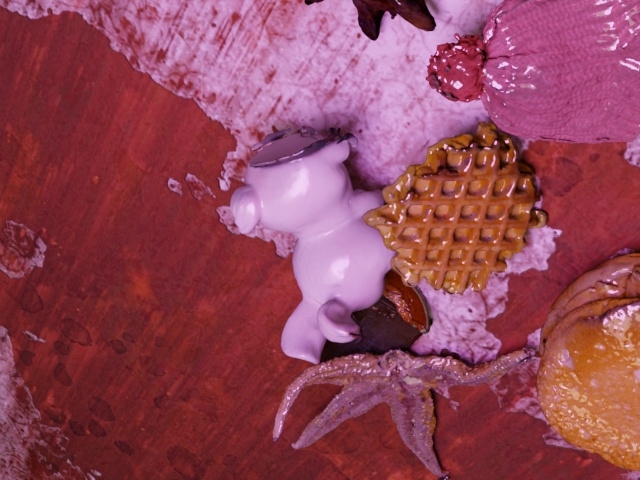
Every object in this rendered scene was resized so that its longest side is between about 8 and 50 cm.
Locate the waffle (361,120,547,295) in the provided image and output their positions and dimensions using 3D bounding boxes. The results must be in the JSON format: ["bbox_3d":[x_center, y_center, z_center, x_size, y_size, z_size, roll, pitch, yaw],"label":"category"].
[{"bbox_3d":[0.191,-0.033,1.369,0.243,0.059,0.238,-41,125,11],"label":"waffle"}]

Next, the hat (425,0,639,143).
[{"bbox_3d":[0.270,-0.217,1.220,0.286,0.107,0.237,-4,124,3],"label":"hat"}]

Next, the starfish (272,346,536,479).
[{"bbox_3d":[0.115,0.279,1.651,0.398,0.132,0.384,-1,135,-7],"label":"starfish"}]

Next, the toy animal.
[{"bbox_3d":[0.006,-0.003,1.424,0.182,0.247,0.310,-4,114,39],"label":"toy animal"}]

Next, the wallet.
[{"bbox_3d":[0.081,0.167,1.668,0.122,0.031,0.232,35,134,-3],"label":"wallet"}]

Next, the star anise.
[{"bbox_3d":[0.054,-0.360,1.241,0.272,0.102,0.272,15,127,21],"label":"star anise"}]

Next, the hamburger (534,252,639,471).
[{"bbox_3d":[0.448,0.163,1.366,0.289,0.170,0.314,29,132,3],"label":"hamburger"}]

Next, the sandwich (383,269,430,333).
[{"bbox_3d":[0.128,0.088,1.557,0.029,0.067,0.135,-30,101,37],"label":"sandwich"}]
